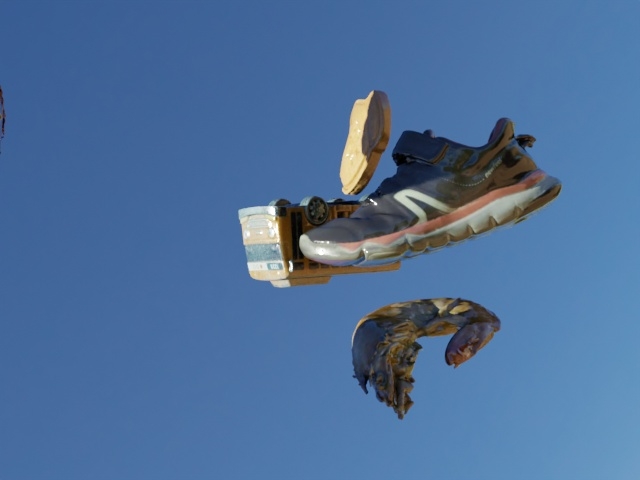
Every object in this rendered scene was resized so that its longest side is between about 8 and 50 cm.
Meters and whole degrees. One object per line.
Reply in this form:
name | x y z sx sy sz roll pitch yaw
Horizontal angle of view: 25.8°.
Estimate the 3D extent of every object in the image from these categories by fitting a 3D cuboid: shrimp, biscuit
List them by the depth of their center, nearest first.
shrimp | 0.091 0.094 1.222 0.236 0.133 0.053 -59 -31 -73
biscuit | 0.049 -0.122 1.656 0.023 0.118 0.140 9 -45 -16

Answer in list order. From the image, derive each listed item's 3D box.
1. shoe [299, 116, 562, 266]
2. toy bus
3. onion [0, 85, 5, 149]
shoe | 0.109 -0.054 1.515 0.291 0.137 0.114 -19 -6 2
toy bus | 0.000 0.000 1.632 0.182 0.091 0.103 -3 -90 -36
onion | -0.430 -0.150 1.465 0.219 0.252 0.252 -37 -29 -50
